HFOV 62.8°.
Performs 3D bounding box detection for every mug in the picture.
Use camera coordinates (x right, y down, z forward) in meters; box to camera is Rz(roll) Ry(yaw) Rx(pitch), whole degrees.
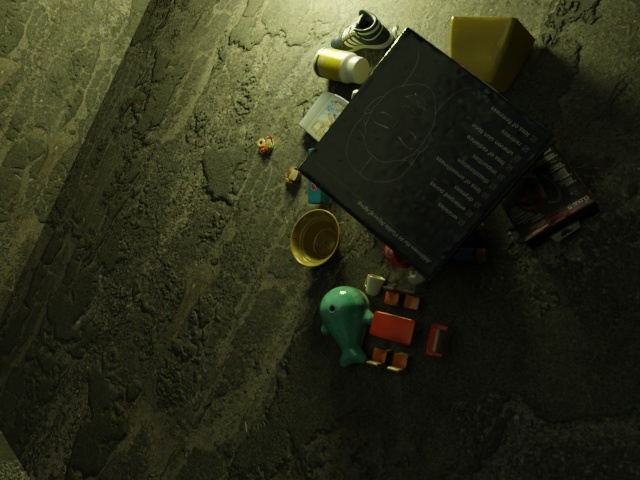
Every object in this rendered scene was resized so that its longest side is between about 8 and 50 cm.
[{"bbox_3d":[0.185,0.154,1.807,0.062,0.078,0.064,16,95,4],"label":"mug"}]

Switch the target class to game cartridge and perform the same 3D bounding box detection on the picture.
[{"bbox_3d":[0.058,-0.459,2.065,0.297,0.062,0.198,46,107,34],"label":"game cartridge"}]

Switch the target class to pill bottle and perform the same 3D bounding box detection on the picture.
[{"bbox_3d":[0.082,-0.687,2.073,0.209,0.119,0.119,27,92,36],"label":"pill bottle"}]

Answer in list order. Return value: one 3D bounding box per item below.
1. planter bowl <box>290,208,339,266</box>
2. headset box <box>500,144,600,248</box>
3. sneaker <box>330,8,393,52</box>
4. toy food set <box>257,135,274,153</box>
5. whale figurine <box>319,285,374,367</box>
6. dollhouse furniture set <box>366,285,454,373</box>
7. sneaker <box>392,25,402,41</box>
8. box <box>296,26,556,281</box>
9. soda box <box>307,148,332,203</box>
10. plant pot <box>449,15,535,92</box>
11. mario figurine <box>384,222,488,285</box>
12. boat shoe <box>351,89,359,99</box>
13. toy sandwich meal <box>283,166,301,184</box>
[{"bbox_3d":[0.000,0.000,1.946,0.217,0.090,0.217,-10,72,31],"label":"planter bowl"},{"bbox_3d":[0.646,-0.132,1.537,0.218,0.110,0.293,-35,60,21],"label":"headset box"},{"bbox_3d":[0.132,-0.816,2.054,0.282,0.153,0.099,10,81,36],"label":"sneaker"},{"bbox_3d":[-0.235,-0.414,2.267,0.083,0.020,0.083,-30,61,24],"label":"toy food set"},{"bbox_3d":[0.082,0.287,1.776,0.216,0.141,0.271,-17,68,29],"label":"whale figurine"},{"bbox_3d":[0.273,0.288,1.650,0.259,0.135,0.261,8,81,35],"label":"dollhouse furniture set"},{"bbox_3d":[0.313,-0.757,1.986,0.058,0.052,0.135,-17,75,19],"label":"sneaker"},{"bbox_3d":[0.284,-0.224,1.466,0.480,0.297,0.471,41,100,11],"label":"box"},{"bbox_3d":[0.000,-0.244,2.001,0.071,0.067,0.210,0,88,44],"label":"soda box"},{"bbox_3d":[0.538,-0.592,1.698,0.212,0.212,0.187,19,100,36],"label":"plant pot"},{"bbox_3d":[0.352,0.022,1.649,0.321,0.170,0.198,-8,38,24],"label":"mario figurine"},{"bbox_3d":[0.149,-0.388,1.920,0.119,0.121,0.335,9,91,27],"label":"boat shoe"},{"bbox_3d":[-0.115,-0.265,2.137,0.086,0.029,0.085,-10,71,31],"label":"toy sandwich meal"}]
